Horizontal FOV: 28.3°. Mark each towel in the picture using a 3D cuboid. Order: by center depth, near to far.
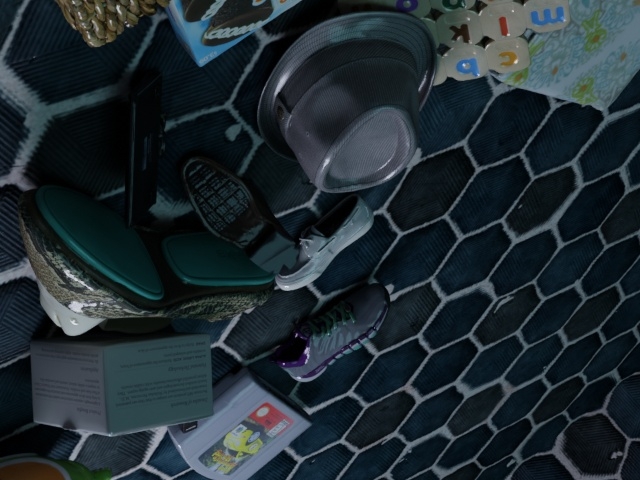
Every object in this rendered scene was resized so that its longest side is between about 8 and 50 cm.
[{"bbox_3d":[0.421,-0.355,1.886,0.374,0.090,0.320,5,131,-49],"label":"towel"}]

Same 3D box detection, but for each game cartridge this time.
[{"bbox_3d":[-0.142,0.332,2.215,0.196,0.060,0.294,-37,150,4],"label":"game cartridge"}]

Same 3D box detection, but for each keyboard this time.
[{"bbox_3d":[-0.212,-0.113,1.526,0.108,0.023,0.180,-57,159,-57],"label":"keyboard"}]

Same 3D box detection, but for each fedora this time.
[{"bbox_3d":[0.048,-0.156,1.648,0.243,0.124,0.275,-2,145,-26],"label":"fedora"}]

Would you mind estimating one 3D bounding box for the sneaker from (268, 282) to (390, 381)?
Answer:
[{"bbox_3d":[0.018,0.149,2.120,0.223,0.083,0.098,-44,144,10],"label":"sneaker"}]

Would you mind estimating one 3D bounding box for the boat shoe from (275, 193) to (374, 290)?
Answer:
[{"bbox_3d":[0.000,0.000,1.923,0.184,0.066,0.063,-36,135,-1],"label":"boat shoe"}]

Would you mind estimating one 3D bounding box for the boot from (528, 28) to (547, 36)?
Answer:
[{"bbox_3d":[0.251,-0.368,1.647,0.258,0.095,0.123,26,109,-45],"label":"boot"}]

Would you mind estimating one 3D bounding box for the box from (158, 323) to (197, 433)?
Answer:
[{"bbox_3d":[-0.219,0.200,1.893,0.029,0.116,0.162,-23,146,-23],"label":"box"}]

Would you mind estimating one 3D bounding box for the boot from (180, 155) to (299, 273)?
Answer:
[{"bbox_3d":[-0.121,-0.049,1.726,0.082,0.106,0.219,-39,121,5],"label":"boot"}]

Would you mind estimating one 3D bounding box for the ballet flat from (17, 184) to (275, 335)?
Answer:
[{"bbox_3d":[-0.246,0.054,1.648,0.182,0.164,0.483,-40,155,21],"label":"ballet flat"}]

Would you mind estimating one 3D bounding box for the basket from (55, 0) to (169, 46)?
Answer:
[{"bbox_3d":[-0.184,-0.345,1.118,0.223,0.213,0.299,-33,149,-9],"label":"basket"}]

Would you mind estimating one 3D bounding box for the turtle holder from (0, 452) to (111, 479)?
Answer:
[{"bbox_3d":[-0.467,0.435,1.868,0.227,0.243,0.320,20,157,-39],"label":"turtle holder"}]

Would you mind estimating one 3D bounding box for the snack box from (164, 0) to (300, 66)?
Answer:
[{"bbox_3d":[-0.036,-0.345,1.412,0.322,0.060,0.187,-35,156,-8],"label":"snack box"}]

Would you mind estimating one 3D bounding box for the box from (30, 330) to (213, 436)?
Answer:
[{"bbox_3d":[-0.271,0.188,1.732,0.182,0.181,0.119,-4,92,-45],"label":"box"}]

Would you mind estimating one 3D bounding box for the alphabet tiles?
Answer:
[{"bbox_3d":[0.170,-0.297,1.611,0.284,0.021,0.278,-9,147,11],"label":"alphabet tiles"}]
